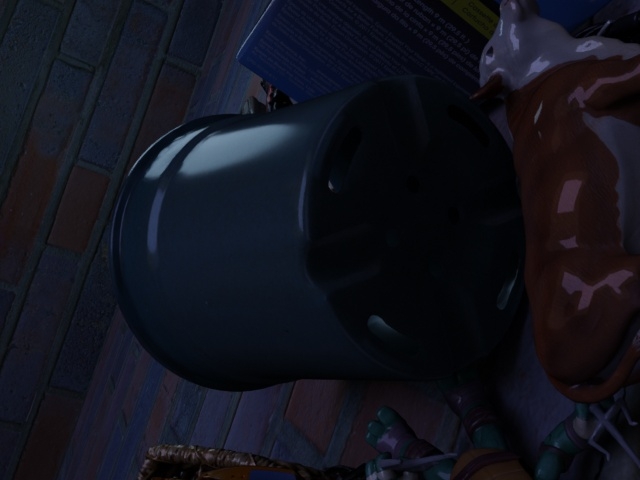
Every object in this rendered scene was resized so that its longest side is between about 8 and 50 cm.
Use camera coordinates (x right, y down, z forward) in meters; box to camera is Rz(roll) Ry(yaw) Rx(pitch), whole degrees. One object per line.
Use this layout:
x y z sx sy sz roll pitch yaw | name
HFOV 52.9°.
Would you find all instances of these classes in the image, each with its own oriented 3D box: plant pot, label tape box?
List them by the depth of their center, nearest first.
0.000 0.000 0.655 0.334 0.341 0.341 -8 64 57 | plant pot
0.094 -0.254 0.703 0.347 0.249 0.115 -36 26 52 | label tape box

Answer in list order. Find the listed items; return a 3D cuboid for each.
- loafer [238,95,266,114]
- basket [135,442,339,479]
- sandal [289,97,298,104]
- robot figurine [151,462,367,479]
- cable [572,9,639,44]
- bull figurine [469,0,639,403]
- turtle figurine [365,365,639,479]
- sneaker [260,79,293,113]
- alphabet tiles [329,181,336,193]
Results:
-0.118 -0.199 1.348 0.102 0.092 0.268 -51 35 42 | loafer
-0.084 0.371 0.642 0.213 0.223 0.299 -29 45 58 | basket
0.100 -0.276 0.890 0.102 0.169 0.416 61 148 2 | sandal
-0.022 0.288 0.541 0.085 0.291 0.211 62 -150 -58 | robot figurine
0.224 -0.114 0.574 0.184 0.047 0.150 -67 23 9 | cable
0.194 -0.053 0.430 0.188 0.101 0.310 -33 53 55 | bull figurine
0.118 0.167 0.465 0.234 0.175 0.118 -159 57 -78 | turtle figurine
-0.068 -0.318 1.327 0.135 0.097 0.276 -38 36 51 | sneaker
0.016 -0.050 1.019 0.284 0.021 0.278 -63 24 16 | alphabet tiles
